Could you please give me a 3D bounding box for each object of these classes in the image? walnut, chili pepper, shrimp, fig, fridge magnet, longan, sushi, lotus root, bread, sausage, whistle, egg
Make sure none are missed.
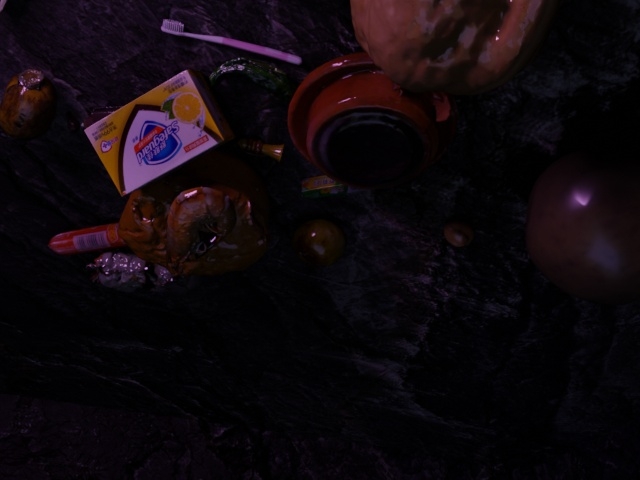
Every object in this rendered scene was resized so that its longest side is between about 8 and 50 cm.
[{"bbox_3d":[0.226,-0.413,1.000,0.384,0.383,0.383,2,144,1],"label":"walnut"},{"bbox_3d":[-0.139,-0.340,1.343,0.182,0.050,0.073,12,150,-9],"label":"chili pepper"},{"bbox_3d":[-0.277,-0.014,1.465,0.152,0.062,0.287,2,138,-22],"label":"shrimp"},{"bbox_3d":[-0.005,0.008,1.759,0.153,0.120,0.136,17,147,-19],"label":"fig"},{"bbox_3d":[0.109,-0.242,1.372,0.364,0.155,0.363,3,144,2],"label":"fridge magnet"},{"bbox_3d":[0.662,-0.035,1.471,0.405,0.336,0.404,9,137,8],"label":"longan"},{"bbox_3d":[-0.512,0.090,1.900,0.333,0.129,0.124,9,144,-9],"label":"sushi"},{"bbox_3d":[-0.636,-0.284,1.396,0.120,0.120,0.209,20,139,-23],"label":"lotus root"},{"bbox_3d":[-0.300,-0.062,1.606,0.399,0.215,0.398,2,143,1],"label":"bread"},{"bbox_3d":[-0.666,0.000,1.836,0.274,0.074,0.074,-9,143,16],"label":"sausage"},{"bbox_3d":[-0.143,-0.221,1.532,0.109,0.057,0.046,14,99,-1],"label":"whistle"},{"bbox_3d":[0.371,-0.022,1.738,0.083,0.071,0.071,36,135,-18],"label":"egg"}]

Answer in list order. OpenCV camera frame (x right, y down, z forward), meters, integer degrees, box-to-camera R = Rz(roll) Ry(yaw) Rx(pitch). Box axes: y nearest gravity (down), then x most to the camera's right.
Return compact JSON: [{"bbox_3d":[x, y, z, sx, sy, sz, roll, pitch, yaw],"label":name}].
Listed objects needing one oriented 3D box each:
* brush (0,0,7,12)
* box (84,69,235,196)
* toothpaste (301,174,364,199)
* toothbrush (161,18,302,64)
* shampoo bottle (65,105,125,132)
[{"bbox_3d":[-0.561,-0.480,1.191,0.030,0.033,0.179,13,146,-39],"label":"brush"},{"bbox_3d":[-0.335,-0.226,1.354,0.265,0.097,0.168,-25,97,13],"label":"box"},{"bbox_3d":[0.040,-0.142,1.613,0.179,0.043,0.037,-8,140,15],"label":"toothpaste"},{"bbox_3d":[-0.175,-0.398,1.290,0.287,0.020,0.025,11,137,-12],"label":"toothbrush"},{"bbox_3d":[-0.454,-0.271,1.444,0.237,0.068,0.067,-5,-174,9],"label":"shampoo bottle"}]
